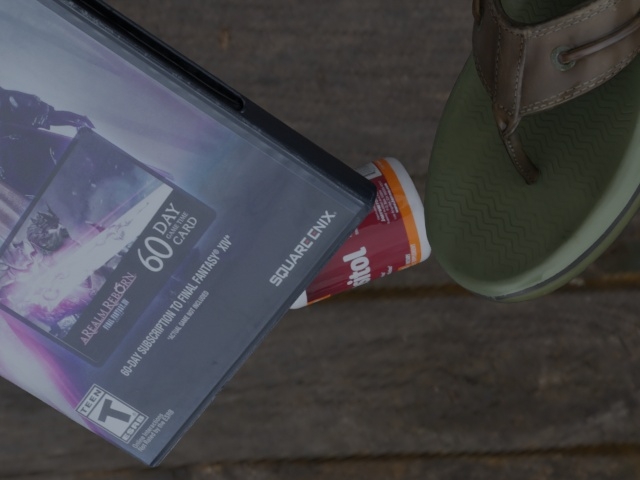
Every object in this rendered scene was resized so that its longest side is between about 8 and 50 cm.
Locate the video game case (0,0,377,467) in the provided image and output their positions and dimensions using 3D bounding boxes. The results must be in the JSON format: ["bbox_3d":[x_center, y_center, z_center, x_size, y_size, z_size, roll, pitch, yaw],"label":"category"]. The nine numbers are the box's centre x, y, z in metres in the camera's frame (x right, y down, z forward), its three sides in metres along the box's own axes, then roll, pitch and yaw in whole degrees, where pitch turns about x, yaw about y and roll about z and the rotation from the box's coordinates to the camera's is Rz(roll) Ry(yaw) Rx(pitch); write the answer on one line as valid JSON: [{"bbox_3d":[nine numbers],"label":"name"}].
[{"bbox_3d":[-0.140,-0.028,0.677,0.274,0.026,0.196,33,120,-11],"label":"video game case"}]

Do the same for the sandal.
[{"bbox_3d":[0.114,-0.118,0.650,0.086,0.120,0.303,7,111,-44],"label":"sandal"}]

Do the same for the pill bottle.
[{"bbox_3d":[0.000,0.000,1.104,0.152,0.086,0.086,-20,128,-7],"label":"pill bottle"}]
